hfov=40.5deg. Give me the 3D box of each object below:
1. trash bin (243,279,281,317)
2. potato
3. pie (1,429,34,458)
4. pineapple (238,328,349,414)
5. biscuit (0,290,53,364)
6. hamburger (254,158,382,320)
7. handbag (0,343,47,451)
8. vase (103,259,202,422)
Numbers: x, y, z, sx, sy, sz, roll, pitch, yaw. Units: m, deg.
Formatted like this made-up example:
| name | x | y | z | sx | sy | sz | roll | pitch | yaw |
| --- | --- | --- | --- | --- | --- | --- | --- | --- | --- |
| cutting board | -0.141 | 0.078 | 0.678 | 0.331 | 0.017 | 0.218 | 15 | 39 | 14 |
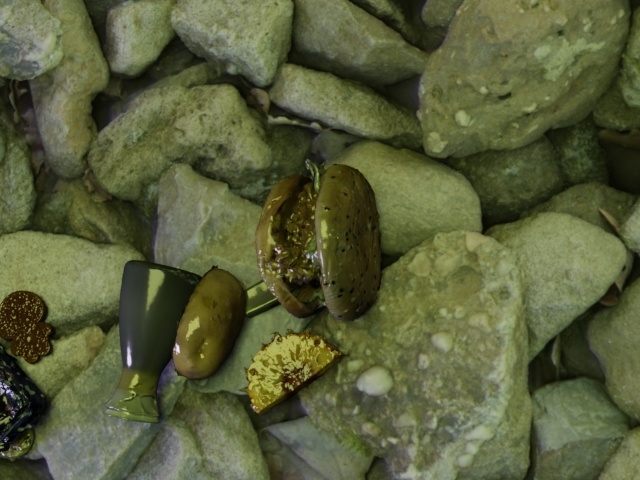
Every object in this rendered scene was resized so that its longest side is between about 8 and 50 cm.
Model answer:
| name | x | y | z | sx | sy | sz | roll | pitch | yaw |
| --- | --- | --- | --- | --- | --- | --- | --- | --- | --- |
| trash bin | -0.125 | 0.120 | 1.853 | 0.092 | 0.043 | 0.061 | -27 | 71 | 6 |
| potato | -0.227 | 0.176 | 1.782 | 0.098 | 0.138 | 0.243 | 14 | 90 | 16 |
| pie | -0.660 | 0.430 | 1.875 | 0.085 | 0.017 | 0.085 | -3 | 73 | 11 |
| pineapple | -0.070 | 0.244 | 1.786 | 0.233 | 0.079 | 0.135 | -31 | 68 | 0 |
| biscuit | -0.660 | 0.194 | 1.940 | 0.124 | 0.026 | 0.175 | -32 | 70 | 2 |
| hamburger | 0.000 | 0.000 | 1.751 | 0.195 | 0.277 | 0.318 | -4 | 78 | 19 |
| handbag | -0.713 | 0.330 | 1.864 | 0.162 | 0.113 | 0.260 | -45 | 65 | 1 |
| vase | -0.361 | 0.212 | 1.811 | 0.173 | 0.173 | 0.321 | 11 | 81 | 14 |
